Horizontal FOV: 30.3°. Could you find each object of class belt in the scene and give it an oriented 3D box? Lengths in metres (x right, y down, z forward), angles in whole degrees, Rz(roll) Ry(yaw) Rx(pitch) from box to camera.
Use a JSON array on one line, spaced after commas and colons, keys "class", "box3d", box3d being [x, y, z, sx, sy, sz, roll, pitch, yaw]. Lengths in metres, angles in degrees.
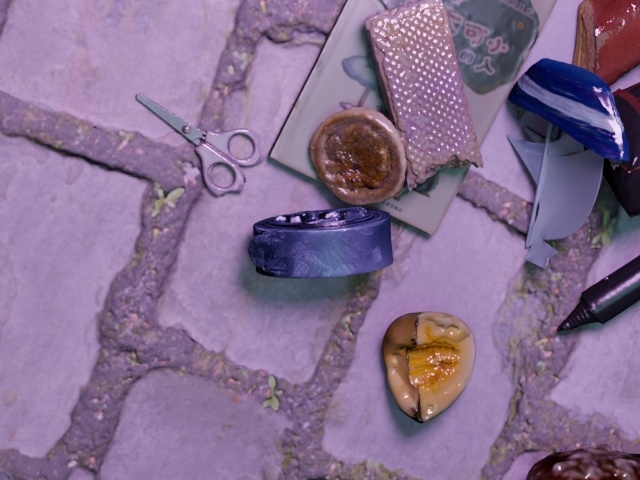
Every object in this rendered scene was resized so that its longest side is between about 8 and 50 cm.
[{"class": "belt", "box3d": [0.000, 0.000, 1.562, 0.190, 0.141, 0.082, -4, 101, 0]}]

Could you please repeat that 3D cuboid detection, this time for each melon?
[{"class": "melon", "box3d": [0.153, 0.166, 1.664, 0.128, 0.079, 0.160, -9, 103, -26]}]

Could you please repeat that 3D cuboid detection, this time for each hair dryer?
[{"class": "hair dryer", "box3d": [0.497, 0.046, 1.694, 0.352, 0.107, 0.189, -35, 107, 7]}]

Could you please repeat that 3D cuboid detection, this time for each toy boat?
[{"class": "toy boat", "box3d": [0.307, -0.114, 1.595, 0.070, 0.210, 0.292, -12, 147, -28]}]

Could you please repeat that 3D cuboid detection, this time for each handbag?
[{"class": "handbag", "box3d": [0.464, -0.147, 1.596, 0.215, 0.169, 0.155, -23, 131, -6]}]

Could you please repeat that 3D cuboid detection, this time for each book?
[{"class": "book", "box3d": [0.126, -0.221, 1.589, 0.260, 0.043, 0.371, 25, 97, -14]}]

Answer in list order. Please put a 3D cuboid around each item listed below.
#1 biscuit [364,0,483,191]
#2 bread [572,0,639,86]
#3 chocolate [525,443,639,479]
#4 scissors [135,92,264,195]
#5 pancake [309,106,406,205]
[{"class": "biscuit", "box3d": [0.134, -0.192, 1.547, 0.108, 0.062, 0.239, -16, 104, -2]}, {"class": "bread", "box3d": [0.409, -0.288, 1.609, 0.192, 0.067, 0.119, -37, 105, -1]}, {"class": "chocolate", "box3d": [0.429, 0.402, 1.688, 0.340, 0.225, 0.210, 4, 94, -14]}, {"class": "scissors", "box3d": [-0.166, -0.139, 1.570, 0.189, 0.015, 0.100, 35, 93, -13]}, {"class": "pancake", "box3d": [0.049, -0.108, 1.551, 0.139, 0.022, 0.140, 8, 116, 15]}]
